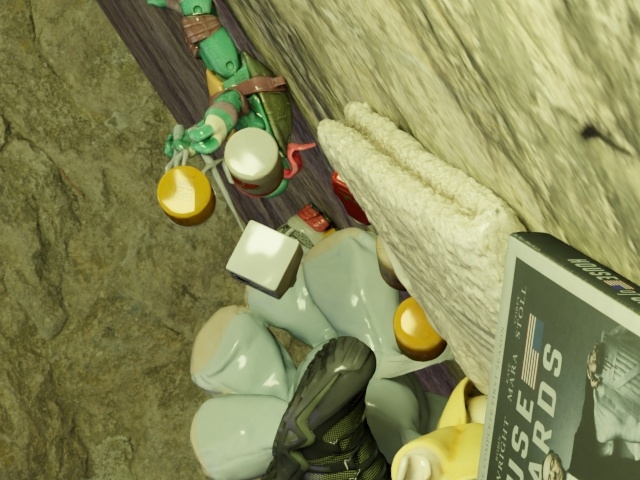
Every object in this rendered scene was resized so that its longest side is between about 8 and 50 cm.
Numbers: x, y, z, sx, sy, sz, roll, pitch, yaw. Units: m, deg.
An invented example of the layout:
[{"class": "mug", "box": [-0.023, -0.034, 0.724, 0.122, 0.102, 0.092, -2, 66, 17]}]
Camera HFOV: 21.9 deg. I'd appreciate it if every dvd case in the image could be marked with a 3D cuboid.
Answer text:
[{"class": "dvd case", "box": [0.122, 0.108, 0.716, 0.238, 0.029, 0.179, -139, 54, -71]}]

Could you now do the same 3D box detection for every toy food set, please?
[{"class": "toy food set", "box": [0.000, 0.000, 1.214, 0.232, 0.111, 0.104, 24, 170, 9]}]

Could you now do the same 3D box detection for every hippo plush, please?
[{"class": "hippo plush", "box": [0.053, 0.134, 1.468, 0.294, 0.234, 0.236, -2, 156, 35]}]

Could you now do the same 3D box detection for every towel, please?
[{"class": "towel", "box": [0.086, 0.024, 0.987, 0.187, 0.049, 0.282, 57, 175, -22]}]

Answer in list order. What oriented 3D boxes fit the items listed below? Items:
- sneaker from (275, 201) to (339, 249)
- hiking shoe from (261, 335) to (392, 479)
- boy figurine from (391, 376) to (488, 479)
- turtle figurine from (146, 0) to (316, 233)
[{"class": "sneaker", "box": [0.010, 0.067, 1.761, 0.225, 0.093, 0.088, 58, 175, -26]}, {"class": "hiking shoe", "box": [0.022, 0.165, 1.255, 0.114, 0.086, 0.227, 23, 132, 4]}, {"class": "boy figurine", "box": [0.130, 0.158, 1.041, 0.177, 0.092, 0.285, 17, -170, -3]}, {"class": "turtle figurine", "box": [-0.084, -0.112, 1.385, 0.175, 0.118, 0.234, 145, 107, -71]}]
